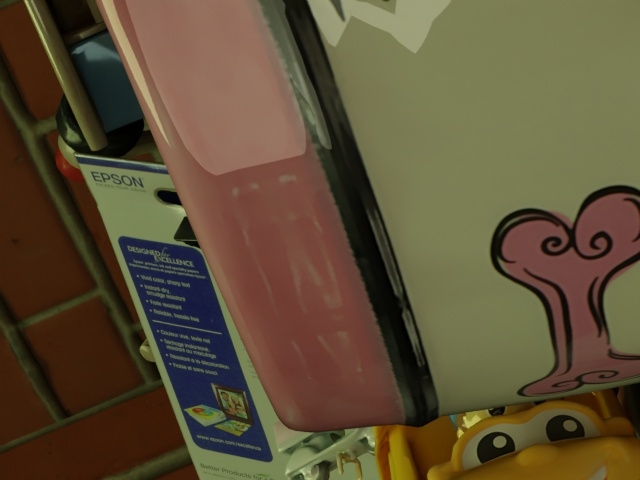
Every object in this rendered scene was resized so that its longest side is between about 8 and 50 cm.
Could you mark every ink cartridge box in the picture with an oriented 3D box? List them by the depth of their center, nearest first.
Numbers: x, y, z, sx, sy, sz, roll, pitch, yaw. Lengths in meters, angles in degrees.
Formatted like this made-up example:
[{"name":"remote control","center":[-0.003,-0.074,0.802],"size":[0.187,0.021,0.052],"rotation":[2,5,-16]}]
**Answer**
[{"name":"ink cartridge box","center":[-0.032,0.062,1.178],"size":[0.065,0.165,0.332],"rotation":[-57,-36,-38]}]

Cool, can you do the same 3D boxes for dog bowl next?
[{"name":"dog bowl","center":[-0.008,-0.117,0.621],"size":[0.408,0.150,0.408],"rotation":[157,90,-88]}]

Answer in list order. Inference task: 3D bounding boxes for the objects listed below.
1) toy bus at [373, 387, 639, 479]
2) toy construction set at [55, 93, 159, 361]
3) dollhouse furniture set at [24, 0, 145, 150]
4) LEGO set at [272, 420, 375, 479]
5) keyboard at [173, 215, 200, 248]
[{"name":"toy bus","center":[0.083,0.094,0.760],"size":[0.220,0.149,0.211],"rotation":[78,179,-67]},{"name":"toy construction set","center":[-0.026,-0.055,1.292],"size":[0.237,0.257,0.309],"rotation":[-55,-22,-40]},{"name":"dollhouse furniture set","center":[-0.062,-0.148,0.944],"size":[0.303,0.198,0.286],"rotation":[-119,7,-66]},{"name":"LEGO set","center":[0.096,0.126,1.147],"size":[0.287,0.132,0.107],"rotation":[33,-136,-51]},{"name":"keyboard","center":[0.000,0.000,0.984],"size":[0.108,0.180,0.023],"rotation":[23,-106,-46]}]
